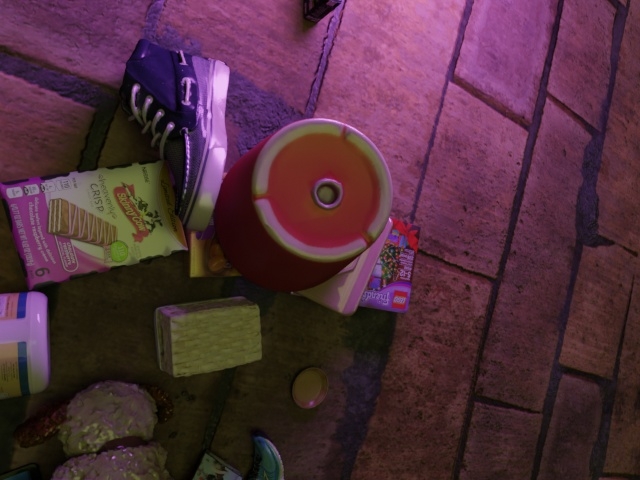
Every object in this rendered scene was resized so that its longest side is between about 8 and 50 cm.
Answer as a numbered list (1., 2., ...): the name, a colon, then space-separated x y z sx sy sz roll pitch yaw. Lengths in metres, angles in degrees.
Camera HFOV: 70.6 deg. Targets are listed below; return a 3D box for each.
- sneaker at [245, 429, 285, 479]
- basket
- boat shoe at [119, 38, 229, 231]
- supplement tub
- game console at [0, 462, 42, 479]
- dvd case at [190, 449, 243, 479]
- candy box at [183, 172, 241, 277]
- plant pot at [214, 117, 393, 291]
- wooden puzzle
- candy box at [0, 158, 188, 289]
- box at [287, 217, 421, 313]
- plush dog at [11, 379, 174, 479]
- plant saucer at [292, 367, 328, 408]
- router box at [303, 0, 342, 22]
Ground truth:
1. sneaker: -0.109 0.444 0.859 0.073 0.063 0.162 -14 97 -25
2. basket: -0.192 0.165 0.783 0.167 0.103 0.113 -4 92 -29
3. boat shoe: -0.234 -0.169 0.696 0.158 0.127 0.340 12 50 -24
4. supplement tub: -0.476 0.146 0.599 0.200 0.144 0.144 -1 91 -29
5. game console: -0.468 0.408 0.652 0.122 0.107 0.071 -13 126 -28
6. dvd case: -0.191 0.439 0.784 0.087 0.013 0.119 40 29 -9
7. candy box: -0.186 -0.029 0.813 0.109 0.053 0.186 1 91 -30
8. plant pot: -0.023 -0.055 0.701 0.275 0.243 0.274 1 84 -15
9. wooden puzzle: 0.000 0.000 0.862 0.239 0.044 0.221 29 77 -18
10. candy box: -0.347 -0.031 0.711 0.233 0.071 0.159 -16 98 -29
11. box: 0.072 0.035 0.956 0.293 0.057 0.200 13 84 -28
12. plush dog: -0.315 0.322 0.669 0.262 0.211 0.225 8 57 -46
13. plant saucer: -0.023 0.302 0.931 0.083 0.015 0.083 -1 92 -29
14. router box: 0.003 -0.511 0.890 0.038 0.092 0.122 -1 90 -29
